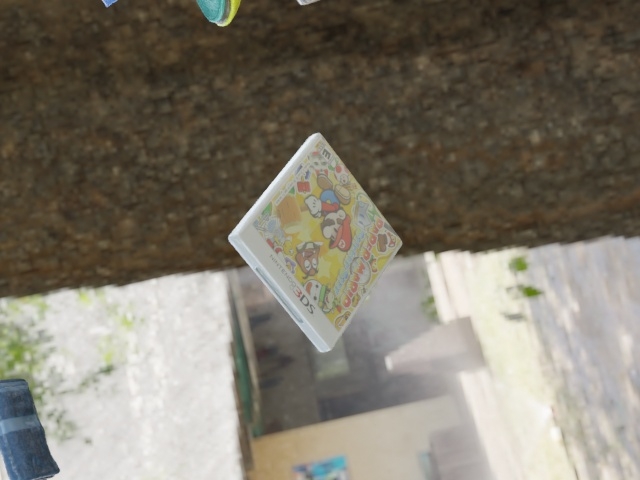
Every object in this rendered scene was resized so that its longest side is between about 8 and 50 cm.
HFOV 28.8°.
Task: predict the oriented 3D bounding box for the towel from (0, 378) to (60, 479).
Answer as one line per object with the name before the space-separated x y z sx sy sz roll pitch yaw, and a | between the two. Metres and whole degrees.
towel | -0.329 0.210 1.367 0.067 0.029 0.119 7 -120 -65

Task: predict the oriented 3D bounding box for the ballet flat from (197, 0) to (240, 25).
ballet flat | -0.108 -0.318 1.272 0.077 0.077 0.231 -55 52 49

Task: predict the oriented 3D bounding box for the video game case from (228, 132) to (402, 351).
video game case | 0.000 0.000 1.677 0.206 0.026 0.227 52 -131 -19

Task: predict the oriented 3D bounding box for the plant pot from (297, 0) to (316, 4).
plant pot | -0.010 -0.520 2.065 0.263 0.263 0.229 -94 -17 -78

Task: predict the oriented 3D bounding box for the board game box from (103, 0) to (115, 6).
board game box | -0.346 -0.569 1.948 0.347 0.233 0.078 56 -137 -17
